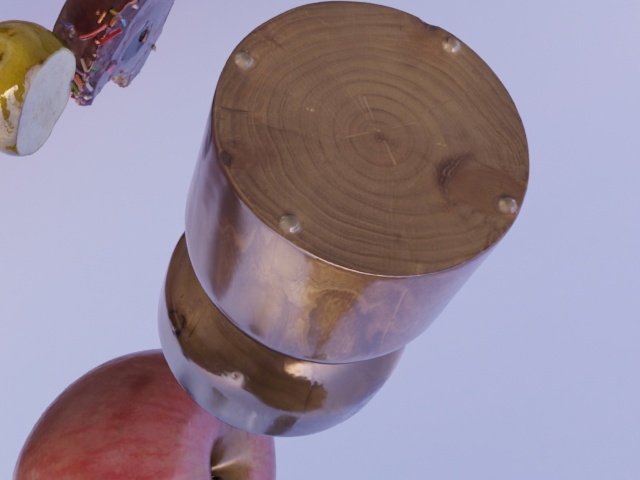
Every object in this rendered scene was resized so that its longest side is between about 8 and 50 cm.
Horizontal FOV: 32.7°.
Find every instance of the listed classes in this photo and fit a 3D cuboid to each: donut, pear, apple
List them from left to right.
[{"bbox_3d":[-0.324,-0.163,1.129,0.104,0.141,0.141,22,-135,9],"label":"pear"},{"bbox_3d":[-0.263,-0.280,1.377,0.216,0.096,0.230,-58,180,31],"label":"donut"},{"bbox_3d":[-0.221,0.296,1.360,0.270,0.344,0.344,-12,-149,24],"label":"apple"}]

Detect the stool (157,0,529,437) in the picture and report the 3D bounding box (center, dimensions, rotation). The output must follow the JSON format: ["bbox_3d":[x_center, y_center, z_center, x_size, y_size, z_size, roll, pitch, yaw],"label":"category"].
[{"bbox_3d":[0.000,0.000,0.689,0.179,0.179,0.264,-49,173,-30],"label":"stool"}]
